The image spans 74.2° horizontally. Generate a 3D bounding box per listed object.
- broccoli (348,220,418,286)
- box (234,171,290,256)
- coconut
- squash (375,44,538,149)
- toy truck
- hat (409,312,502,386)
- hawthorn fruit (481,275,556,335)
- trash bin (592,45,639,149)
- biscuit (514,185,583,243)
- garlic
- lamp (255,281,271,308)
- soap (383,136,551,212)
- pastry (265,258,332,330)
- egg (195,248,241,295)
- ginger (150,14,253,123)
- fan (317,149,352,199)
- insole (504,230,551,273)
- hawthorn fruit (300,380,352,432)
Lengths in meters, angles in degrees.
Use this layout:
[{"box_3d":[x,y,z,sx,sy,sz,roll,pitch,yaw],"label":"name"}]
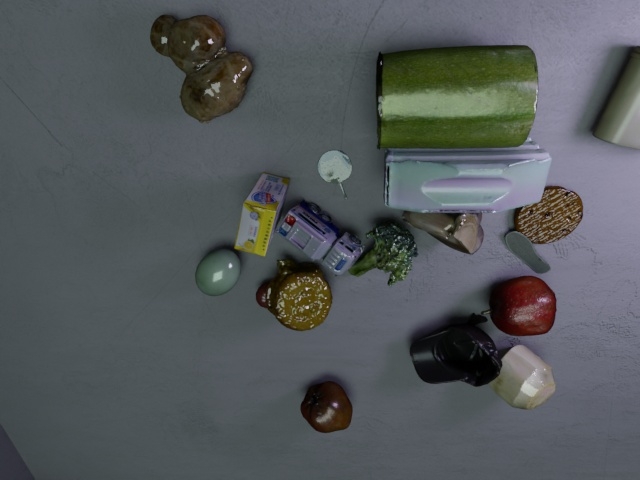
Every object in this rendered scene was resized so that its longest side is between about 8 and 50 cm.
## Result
[{"box_3d":[0.219,0.074,1.435,0.177,0.199,0.275,-8,140,-44],"label":"broccoli"},{"box_3d":[-0.178,-0.089,1.329,0.097,0.265,0.169,17,121,-3],"label":"box"},{"box_3d":[0.760,0.516,1.620,0.240,0.241,0.242,2,119,4],"label":"coconut"},{"box_3d":[0.337,-0.378,1.130,0.383,0.263,0.263,0,119,6],"label":"squash"},{"box_3d":[0.000,0.000,1.393,0.267,0.155,0.124,38,117,6],"label":"toy truck"},{"box_3d":[0.525,0.416,1.629,0.335,0.209,0.239,-12,97,31],"label":"hat"},{"box_3d":[0.688,0.231,1.477,0.249,0.215,0.216,-8,118,14],"label":"hawthorn fruit"},{"box_3d":[0.921,-0.379,1.162,0.243,0.121,0.248,12,121,-2],"label":"trash bin"},{"box_3d":[0.744,-0.080,1.386,0.211,0.036,0.212,3,120,6],"label":"biscuit"},{"box_3d":[0.392,-0.049,1.335,0.237,0.292,0.210,-11,111,-17],"label":"garlic"},{"box_3d":[-0.195,0.207,1.592,0.101,0.090,0.101,-10,109,-30],"label":"lamp"},{"box_3d":[0.405,-0.196,1.223,0.445,0.261,0.156,0,122,4],"label":"soap"},{"box_3d":[-0.069,0.203,1.522,0.239,0.132,0.236,13,103,-30],"label":"pastry"},{"box_3d":[-0.367,0.115,1.521,0.149,0.149,0.192,35,117,-14],"label":"egg"},{"box_3d":[-0.335,-0.504,1.191,0.244,0.155,0.304,-22,107,23],"label":"ginger"},{"box_3d":[0.056,-0.212,1.388,0.113,0.005,0.176,-17,115,13],"label":"fan"},{"box_3d":[0.713,0.045,1.459,0.232,0.003,0.080,41,138,-20],"label":"insole"},{"box_3d":[0.041,0.723,1.811,0.207,0.208,0.248,-29,129,19],"label":"hawthorn fruit"}]
